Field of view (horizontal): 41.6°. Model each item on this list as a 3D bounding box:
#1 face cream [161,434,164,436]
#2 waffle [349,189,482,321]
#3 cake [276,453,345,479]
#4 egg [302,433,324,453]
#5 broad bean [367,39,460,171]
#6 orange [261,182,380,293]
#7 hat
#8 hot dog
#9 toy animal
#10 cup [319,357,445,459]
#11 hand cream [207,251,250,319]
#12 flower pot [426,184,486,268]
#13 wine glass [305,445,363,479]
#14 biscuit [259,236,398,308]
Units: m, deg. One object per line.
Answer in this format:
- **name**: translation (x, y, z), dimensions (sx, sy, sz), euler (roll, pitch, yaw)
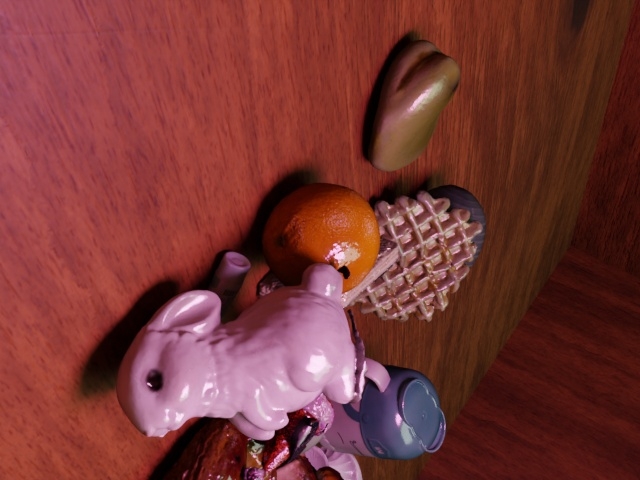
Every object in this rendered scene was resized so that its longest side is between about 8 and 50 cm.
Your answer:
- **face cream**: translation (-0.235, 0.268, 1.396), dimensions (0.130, 0.034, 0.034), euler (-56, 156, -10)
- **waffle**: translation (0.191, 0.043, 1.802), dimensions (0.291, 0.056, 0.309), euler (16, 112, -26)
- **cake**: translation (-0.065, 0.545, 1.708), dimensions (0.293, 0.199, 0.196), euler (-35, 167, -4)
- **egg**: translation (-0.061, 0.356, 1.696), dimensions (0.192, 0.149, 0.150), euler (-17, 131, -49)
- **broad bean**: translation (0.169, -0.235, 1.569), dimensions (0.189, 0.121, 0.263), euler (-32, 145, -43)
- **orange**: translation (0.000, 0.000, 1.398), dimensions (0.206, 0.206, 0.206), euler (-45, 151, -33)
- **hat**: translation (-0.060, 0.350, 1.514), dimensions (0.140, 0.129, 0.227), euler (-30, -162, 51)
- **hot dog**: translation (-0.215, 0.503, 1.510), dimensions (0.388, 0.174, 0.267), euler (-55, 140, -18)
- **toy animal**: translation (-0.122, 0.163, 1.229), dimensions (0.357, 0.194, 0.258), euler (1, 80, -29)
- **cup**: translation (0.124, 0.376, 1.961), dimensions (0.219, 0.257, 0.290), euler (-55, 127, -36)
- **hand cream**: translation (-0.167, 0.101, 1.353), dimensions (0.076, 0.047, 0.174), euler (-19, 141, -58)
- **flower pot**: translation (0.278, -0.010, 1.941), dimensions (0.157, 0.189, 0.243), euler (13, 105, -34)
- **wine glass**: translation (-0.002, 0.572, 2.047), dimensions (0.165, 0.164, 0.196), euler (-59, 153, -6)
- **biscuit**: translation (0.018, 0.052, 1.533), dimensions (0.252, 0.150, 0.052), euler (-38, 139, -40)
